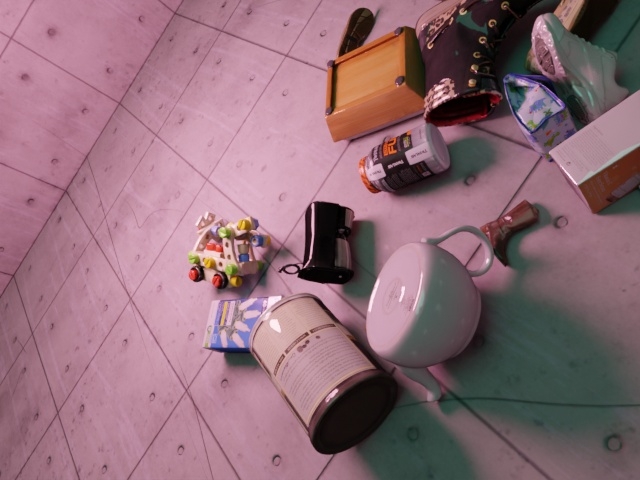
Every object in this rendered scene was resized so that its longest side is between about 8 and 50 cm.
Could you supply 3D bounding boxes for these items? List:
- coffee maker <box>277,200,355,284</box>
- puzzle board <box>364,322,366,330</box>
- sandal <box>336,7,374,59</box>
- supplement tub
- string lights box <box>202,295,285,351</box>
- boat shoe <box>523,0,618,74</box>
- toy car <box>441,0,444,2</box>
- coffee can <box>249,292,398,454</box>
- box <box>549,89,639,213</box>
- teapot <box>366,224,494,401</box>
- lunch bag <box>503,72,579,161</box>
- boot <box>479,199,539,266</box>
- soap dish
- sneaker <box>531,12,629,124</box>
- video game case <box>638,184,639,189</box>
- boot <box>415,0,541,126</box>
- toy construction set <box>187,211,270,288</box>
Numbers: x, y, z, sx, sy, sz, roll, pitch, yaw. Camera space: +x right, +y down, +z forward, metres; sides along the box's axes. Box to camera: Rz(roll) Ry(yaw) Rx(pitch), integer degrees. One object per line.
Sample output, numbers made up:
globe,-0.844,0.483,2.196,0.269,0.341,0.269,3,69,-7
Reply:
coffee maker,0.000,0.000,1.225,0.120,0.171,0.178,-30,50,47
puzzle board,0.161,0.163,1.123,0.128,0.011,0.096,6,73,41
sandal,0.092,-0.601,1.509,0.180,0.072,0.049,-64,25,3
supplement tub,0.190,-0.183,1.187,0.190,0.117,0.117,-21,58,31
string lights box,-0.183,0.223,1.338,0.259,0.076,0.133,-9,63,37
boat shoe,0.523,-0.474,1.052,0.285,0.104,0.089,-58,41,7
toy car,0.327,-0.707,1.307,0.149,0.155,0.188,-26,43,29
coffee can,-0.002,0.268,1.078,0.202,0.201,0.275,-53,47,7
box,0.513,-0.148,0.889,0.170,0.130,0.091,-37,50,22
teapot,0.217,0.129,0.979,0.253,0.187,0.256,-84,20,-44
lunch bag,0.427,-0.251,1.011,0.096,0.128,0.151,-39,48,18
boot,0.383,-0.016,1.006,0.114,0.037,0.106,-31,55,20
soap dish,0.140,-0.406,1.333,0.290,0.118,0.229,-14,62,36
sneaker,0.498,-0.342,0.983,0.115,0.090,0.232,-34,95,4
video game case,0.621,-0.071,0.783,0.183,0.023,0.201,-30,29,26
boot,0.366,-0.426,1.107,0.377,0.138,0.284,-13,66,43
toy construction set,-0.283,0.020,1.467,0.327,0.151,0.215,15,104,51
